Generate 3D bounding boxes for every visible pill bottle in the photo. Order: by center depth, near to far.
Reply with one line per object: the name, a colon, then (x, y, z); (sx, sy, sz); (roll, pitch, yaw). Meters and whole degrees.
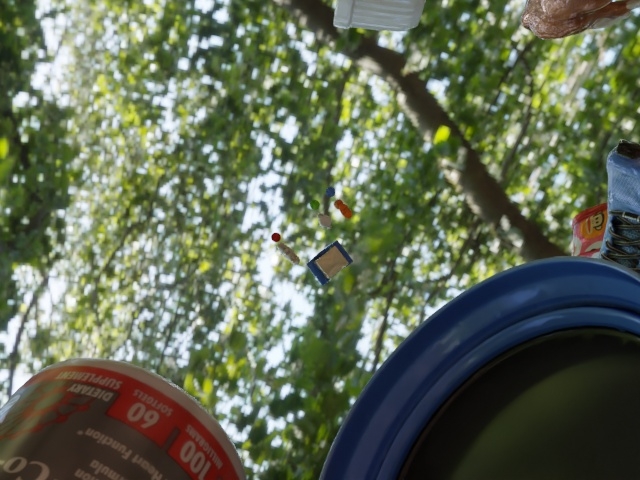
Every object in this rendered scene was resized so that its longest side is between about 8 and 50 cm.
pill bottle: (-0.206, 0.261, 0.642); (0.210, 0.210, 0.363); (24, -144, 6)

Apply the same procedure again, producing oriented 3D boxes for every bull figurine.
bull figurine: (0.334, -0.333, 1.133); (0.188, 0.310, 0.101); (-11, -103, -8)

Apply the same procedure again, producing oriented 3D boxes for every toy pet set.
toy pet set: (0.000, 0.000, 1.484); (0.122, 0.065, 0.114); (-38, -86, -6)

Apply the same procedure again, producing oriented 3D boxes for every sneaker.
sneaker: (0.393, 0.027, 1.179); (0.147, 0.330, 0.130); (-35, -144, -17)

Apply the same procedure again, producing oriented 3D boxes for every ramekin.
ramekin: (0.091, -0.367, 1.248); (0.109, 0.207, 0.207); (12, -141, -1)

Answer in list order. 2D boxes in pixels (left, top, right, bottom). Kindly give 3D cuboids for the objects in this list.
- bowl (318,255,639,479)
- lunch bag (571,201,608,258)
bowl: (0.148, 0.195, 0.784); (0.077, 0.391, 0.391); (39, -149, -25)
lunch bag: (0.570, 0.034, 1.662); (0.293, 0.258, 0.120); (31, -129, -31)
